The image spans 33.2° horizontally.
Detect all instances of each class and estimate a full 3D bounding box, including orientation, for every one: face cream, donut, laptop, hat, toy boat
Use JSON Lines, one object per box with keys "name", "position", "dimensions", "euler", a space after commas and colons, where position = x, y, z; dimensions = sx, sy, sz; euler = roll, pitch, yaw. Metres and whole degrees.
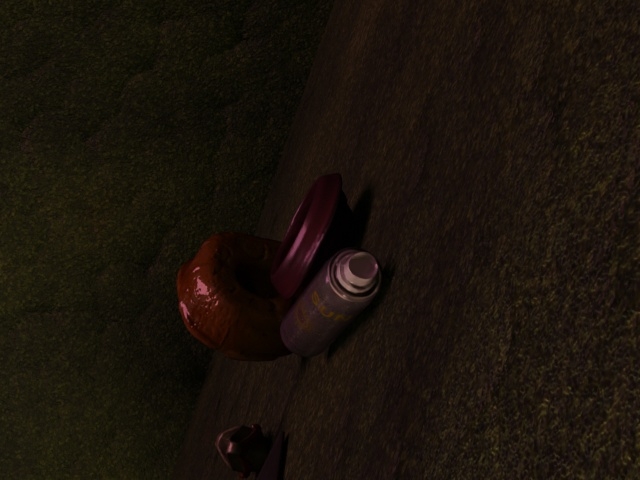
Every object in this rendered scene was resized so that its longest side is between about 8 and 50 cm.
{"name": "face cream", "position": [0.014, 0.077, 1.348], "dimensions": [0.283, 0.073, 0.073], "euler": [126, 162, -64]}
{"name": "donut", "position": [-0.110, 0.086, 1.665], "dimensions": [0.114, 0.227, 0.226], "euler": [-57, 15, 39]}
{"name": "laptop", "position": [-0.093, 0.415, 1.498], "dimensions": [0.269, 0.015, 0.187], "euler": [-83, 15, -57]}
{"name": "hat", "position": [0.000, 0.000, 1.581], "dimensions": [0.205, 0.089, 0.205], "euler": [-62, 9, 17]}
{"name": "toy boat", "position": [-0.125, 0.333, 1.718], "dimensions": [0.185, 0.071, 0.089], "euler": [147, 140, -77]}
